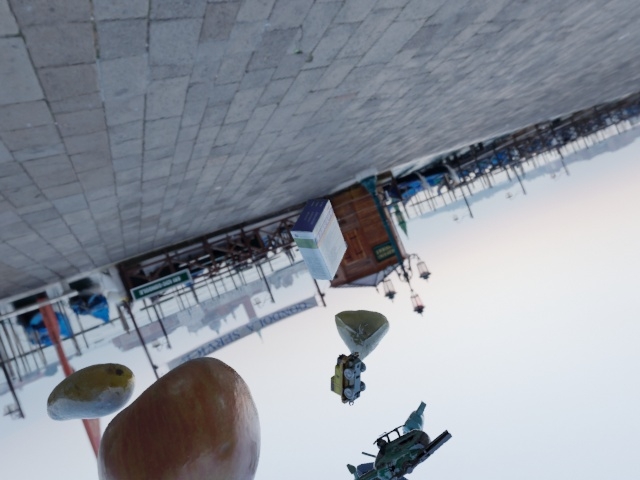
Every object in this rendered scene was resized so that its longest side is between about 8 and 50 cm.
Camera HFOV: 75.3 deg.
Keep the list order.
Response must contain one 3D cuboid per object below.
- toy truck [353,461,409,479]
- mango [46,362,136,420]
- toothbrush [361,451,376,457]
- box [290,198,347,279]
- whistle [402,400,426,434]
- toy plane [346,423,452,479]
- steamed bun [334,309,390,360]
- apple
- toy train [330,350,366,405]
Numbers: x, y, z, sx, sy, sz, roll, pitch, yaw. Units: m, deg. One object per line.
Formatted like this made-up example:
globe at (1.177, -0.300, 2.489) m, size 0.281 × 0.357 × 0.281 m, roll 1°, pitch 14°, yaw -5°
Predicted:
toy truck at (0.282, 0.973, 1.527) m, size 0.367 × 0.146 × 0.175 m, roll 20°, pitch -165°, yaw 37°
mango at (-0.755, 0.503, 1.356) m, size 0.316 × 0.193 × 0.146 m, roll -24°, pitch -145°, yaw 9°
toothbrush at (0.209, 0.693, 1.314) m, size 0.167 × 0.014 × 0.011 m, roll 4°, pitch -175°, yaw 24°
box at (0.000, 0.000, 1.769) m, size 0.106 × 0.300 × 0.200 m, roll 2°, pitch -133°, yaw 28°
whistle at (0.471, 0.899, 2.055) m, size 0.186 × 0.093 × 0.274 m, roll -57°, pitch 161°, yaw 8°
toy plane at (0.200, 0.654, 1.212) m, size 0.381 × 0.107 × 0.155 m, roll -20°, pitch 180°, yaw -15°
steamed bun at (0.185, 0.377, 1.741) m, size 0.212 × 0.231 × 0.110 m, roll -32°, pitch -175°, yaw 4°
apple at (-0.239, 0.386, 0.762) m, size 0.301 × 0.302 × 0.301 m, roll -22°, pitch 178°, yaw -1°
toy train at (0.099, 0.509, 1.555) m, size 0.127 × 0.220 × 0.089 m, roll 9°, pitch -167°, yaw 42°
